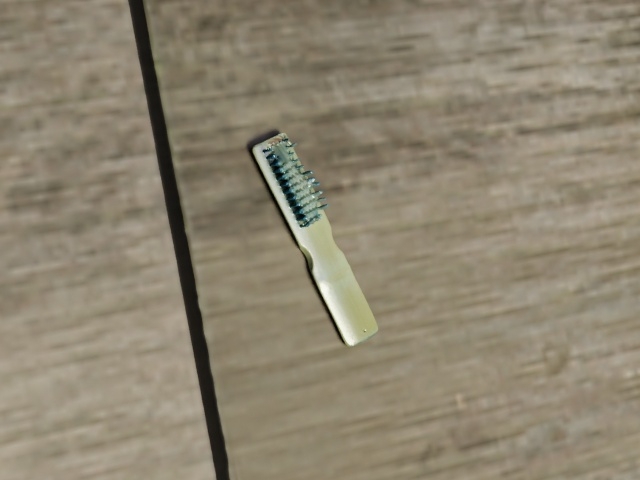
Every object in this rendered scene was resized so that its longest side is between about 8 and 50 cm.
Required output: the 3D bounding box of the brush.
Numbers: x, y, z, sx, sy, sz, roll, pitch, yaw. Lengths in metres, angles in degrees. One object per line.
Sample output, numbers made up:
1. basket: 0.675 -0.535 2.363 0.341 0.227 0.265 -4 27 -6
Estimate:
1. brush: 0.000 0.000 0.708 0.016 0.013 0.084 -32 102 -33
